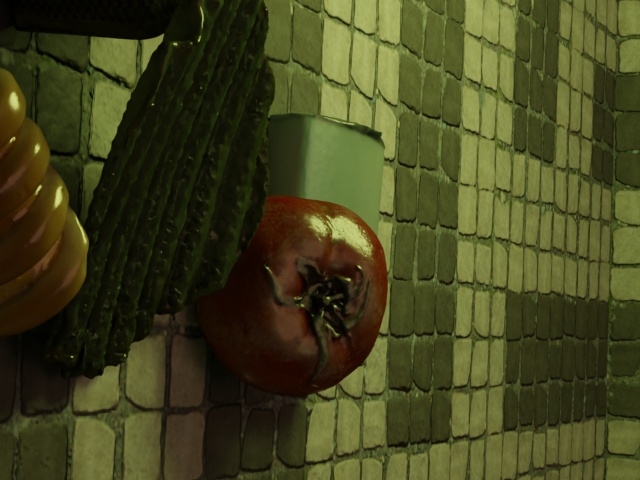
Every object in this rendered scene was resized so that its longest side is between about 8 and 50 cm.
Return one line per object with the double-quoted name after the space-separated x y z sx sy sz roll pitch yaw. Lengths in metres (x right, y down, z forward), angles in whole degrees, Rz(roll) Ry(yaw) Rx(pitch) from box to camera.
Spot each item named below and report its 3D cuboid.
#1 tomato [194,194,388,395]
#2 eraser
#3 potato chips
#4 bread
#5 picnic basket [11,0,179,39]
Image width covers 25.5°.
-0.018 0.056 1.578 0.237 0.095 0.236 3 84 -27 "tomato"
0.000 0.000 1.724 0.189 0.104 0.290 20 73 -59 "eraser"
-0.131 -0.058 1.324 0.358 0.070 0.429 -40 153 -59 "potato chips"
-0.288 -0.045 1.074 0.121 0.173 0.311 -104 173 -54 "bread"
-0.172 -0.288 1.311 0.267 0.165 0.139 -44 136 -54 "picnic basket"
